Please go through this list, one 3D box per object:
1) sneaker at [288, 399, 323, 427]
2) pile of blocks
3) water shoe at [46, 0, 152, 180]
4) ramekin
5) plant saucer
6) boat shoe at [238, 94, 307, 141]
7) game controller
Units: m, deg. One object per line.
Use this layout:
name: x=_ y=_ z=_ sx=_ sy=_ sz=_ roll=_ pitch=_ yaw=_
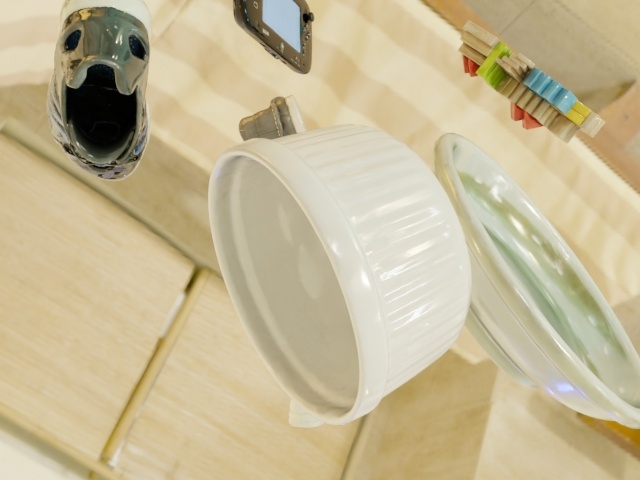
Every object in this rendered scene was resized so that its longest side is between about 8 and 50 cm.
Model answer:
sneaker: x=0.004 y=0.236 z=1.501 sx=0.080 sy=0.212 sz=0.094 roll=-1 pitch=96 yaw=15
pile of blocks: x=0.429 y=-0.318 z=1.931 sx=0.362 sy=0.149 sz=0.112 roll=37 pitch=99 yaw=6
water shoe: x=-0.152 y=-0.080 z=0.601 sx=0.073 sy=0.080 sz=0.203 roll=6 pitch=153 yaw=-9
ramekin: x=0.014 y=0.015 z=0.646 sx=0.207 sy=0.109 sz=0.207 roll=43 pitch=145 yaw=41
plant saucer: x=0.233 y=0.058 z=1.056 sx=0.100 sy=0.400 sz=0.400 roll=-37 pitch=116 yaw=21
boat shoe: x=-0.058 y=-0.136 z=1.472 sx=0.095 sy=0.112 sz=0.335 roll=-16 pitch=161 yaw=2
game controller: x=-0.087 y=-0.442 z=1.768 sx=0.067 sy=0.166 sz=0.319 roll=-14 pitch=166 yaw=20
